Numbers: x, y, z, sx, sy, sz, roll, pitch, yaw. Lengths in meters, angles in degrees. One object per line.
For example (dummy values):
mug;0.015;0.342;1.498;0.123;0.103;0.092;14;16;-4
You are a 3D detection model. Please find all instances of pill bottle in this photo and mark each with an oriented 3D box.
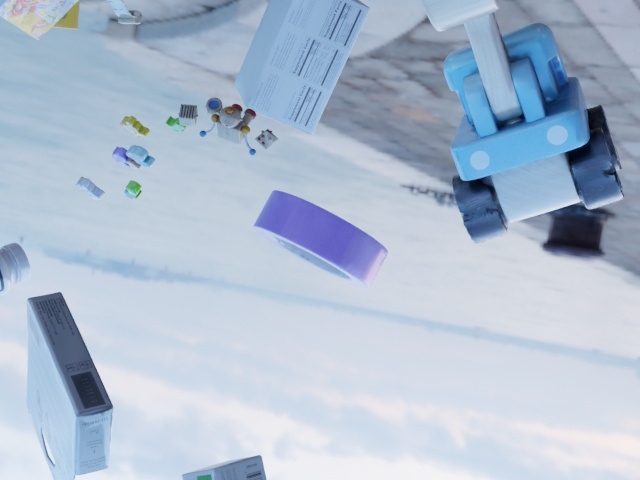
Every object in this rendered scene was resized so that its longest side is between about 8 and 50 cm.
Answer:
pill bottle;-0.675;0.070;1.919;0.180;0.108;0.108;-23;-162;-36

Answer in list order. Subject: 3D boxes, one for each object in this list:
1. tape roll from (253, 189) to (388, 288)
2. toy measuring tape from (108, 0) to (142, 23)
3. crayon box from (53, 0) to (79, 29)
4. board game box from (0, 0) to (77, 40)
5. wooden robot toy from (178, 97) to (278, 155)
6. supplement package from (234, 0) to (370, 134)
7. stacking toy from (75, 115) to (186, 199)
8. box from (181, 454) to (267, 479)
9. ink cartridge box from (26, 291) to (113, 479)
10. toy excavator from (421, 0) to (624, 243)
tape roll;0.000;0.000;2.014;0.275;0.090;0.275;28;173;4
toy measuring tape;-0.342;-0.480;1.466;0.121;0.121;0.330;9;150;29
crayon box;-0.458;-0.501;1.546;0.081;0.318;0.202;3;-170;7
board game box;-0.316;-0.286;1.099;0.026;0.103;0.154;45;-179;0
wooden robot toy;-0.153;-0.207;1.611;0.173;0.076;0.079;21;157;8
supplement package;-0.043;-0.371;1.867;0.145;0.262;0.204;21;-163;-19
stacking toy;-0.340;-0.153;1.741;0.052;0.167;0.221;42;159;-30
box;-0.142;0.394;1.494;0.102;0.101;0.087;-4;168;-44
ink cartridge box;-0.392;0.256;1.494;0.060;0.239;0.275;-10;-140;-27
toy excavator;0.242;-0.225;1.322;0.222;0.445;0.433;-18;-166;20
